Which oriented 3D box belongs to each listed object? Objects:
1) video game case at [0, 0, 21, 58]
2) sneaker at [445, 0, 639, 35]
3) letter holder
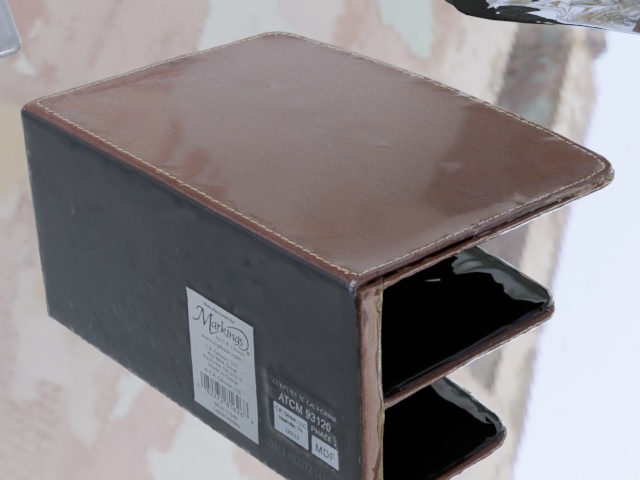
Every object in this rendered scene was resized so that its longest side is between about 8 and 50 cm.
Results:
[{"bbox_3d":[-0.246,-0.147,0.697,0.173,0.022,0.190,-20,-89,-17],"label":"video game case"},{"bbox_3d":[0.269,-0.076,0.649,0.185,0.483,0.202,121,160,-78],"label":"sneaker"},{"bbox_3d":[0.000,0.000,0.936,0.214,0.302,0.152,-24,-54,-34],"label":"letter holder"}]
